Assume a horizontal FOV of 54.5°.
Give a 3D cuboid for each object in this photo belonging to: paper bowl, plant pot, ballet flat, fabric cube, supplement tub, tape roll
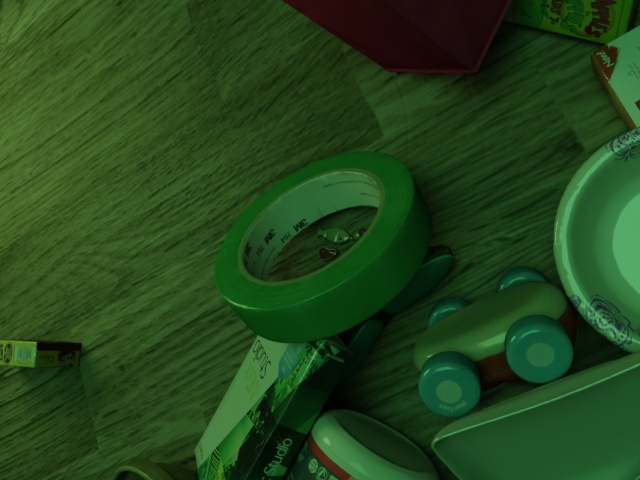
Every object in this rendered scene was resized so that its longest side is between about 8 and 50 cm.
[{"bbox_3d":[0.434,0.007,0.744,0.284,0.148,0.284,-4,81,24],"label":"paper bowl"},{"bbox_3d":[-0.226,0.446,0.989,0.237,0.109,0.237,15,113,39],"label":"plant pot"},{"bbox_3d":[0.077,0.092,0.943,0.280,0.095,0.096,-48,52,11],"label":"ballet flat"},{"bbox_3d":[0.114,-0.413,0.873,0.259,0.258,0.254,-64,28,2],"label":"fabric cube"},{"bbox_3d":[0.025,0.392,0.851,0.191,0.191,0.272,28,93,28],"label":"supplement tub"},{"bbox_3d":[0.000,0.000,0.908,0.321,0.077,0.321,-22,35,16],"label":"tape roll"}]

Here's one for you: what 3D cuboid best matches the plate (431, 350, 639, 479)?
[{"bbox_3d":[0.297,0.234,0.720,0.278,0.277,0.045,-26,39,15],"label":"plate"}]

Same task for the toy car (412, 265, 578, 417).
[{"bbox_3d":[0.257,0.191,0.803,0.210,0.219,0.238,-28,98,19],"label":"toy car"}]

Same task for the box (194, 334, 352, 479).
[{"bbox_3d":[-0.085,0.252,0.934,0.322,0.058,0.232,-62,20,4],"label":"box"}]

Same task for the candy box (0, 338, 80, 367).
[{"bbox_3d":[-0.586,0.223,1.234,0.186,0.109,0.053,-4,79,25],"label":"candy box"}]

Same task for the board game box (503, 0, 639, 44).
[{"bbox_3d":[0.352,-0.343,0.882,0.181,0.092,0.043,26,67,28],"label":"board game box"}]

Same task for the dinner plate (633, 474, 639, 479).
[{"bbox_3d":[0.428,0.323,0.739,0.141,0.017,0.141,2,104,10],"label":"dinner plate"}]

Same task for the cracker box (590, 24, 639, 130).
[{"bbox_3d":[0.500,-0.234,0.807,0.232,0.067,0.156,-29,69,20],"label":"cracker box"}]

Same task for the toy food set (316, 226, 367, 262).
[{"bbox_3d":[0.044,0.016,1.011,0.122,0.019,0.078,3,81,27],"label":"toy food set"}]
